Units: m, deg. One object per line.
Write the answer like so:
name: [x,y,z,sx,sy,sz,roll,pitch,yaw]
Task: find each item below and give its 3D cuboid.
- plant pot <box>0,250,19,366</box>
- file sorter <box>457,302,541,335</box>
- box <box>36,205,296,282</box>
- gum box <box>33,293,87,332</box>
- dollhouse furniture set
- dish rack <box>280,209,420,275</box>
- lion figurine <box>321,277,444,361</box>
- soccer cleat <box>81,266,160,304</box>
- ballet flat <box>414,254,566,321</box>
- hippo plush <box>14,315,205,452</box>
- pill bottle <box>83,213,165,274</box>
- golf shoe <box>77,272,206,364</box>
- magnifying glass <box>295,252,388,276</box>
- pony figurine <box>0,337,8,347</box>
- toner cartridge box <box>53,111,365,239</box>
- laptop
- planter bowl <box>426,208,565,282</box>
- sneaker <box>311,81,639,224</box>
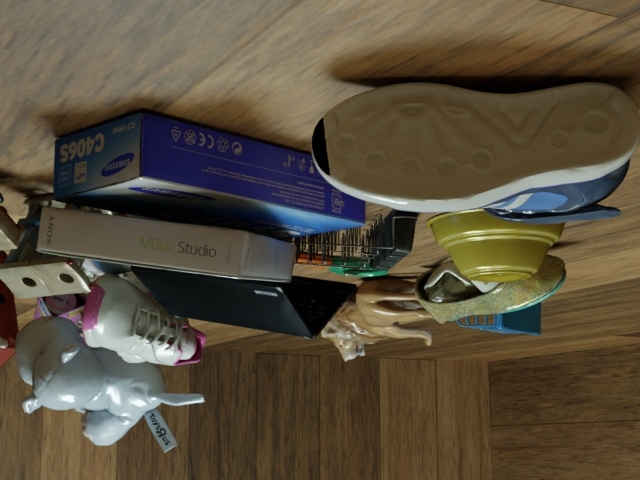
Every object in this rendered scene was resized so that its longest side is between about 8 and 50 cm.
plant pot: [-0.659,0.122,1.881,0.236,0.267,0.267,-18,163,22]
file sorter: [0.355,0.123,2.227,0.104,0.118,0.170,-3,170,37]
box: [-0.170,0.009,1.350,0.232,0.058,0.322,7,177,9]
gum box: [-0.410,0.107,2.006,0.188,0.062,0.107,-23,157,-31]
dollhouse furniture set: [-0.374,-0.032,1.466,0.129,0.129,0.183,-6,138,25]
dish rack: [0.000,0.000,1.695,0.272,0.074,0.208,3,168,-8]
lion figurine: [0.128,0.140,2.348,0.240,0.142,0.392,8,155,0]
soccer cleat: [-0.323,0.049,1.810,0.143,0.116,0.331,7,168,-34]
ballet flat: [0.286,0.073,2.012,0.123,0.123,0.348,6,166,-29]
hippo plush: [-0.399,0.245,1.875,0.236,0.294,0.234,9,121,-47]
pill bottle: [-0.293,0.005,1.655,0.087,0.087,0.160,9,166,-40]
golf shoe: [-0.259,0.124,1.675,0.140,0.115,0.306,11,169,12]
magnifying glass: [0.030,0.043,2.047,0.231,0.026,0.092,7,167,-43]
pony figurine: [-0.557,0.031,1.325,0.351,0.302,0.363,21,-175,-26]
toner cartridge box: [-0.120,-0.066,1.317,0.165,0.075,0.348,-11,165,44]
laptop: [-0.103,0.054,1.619,0.234,0.136,0.264,8,-153,22]
planter bowl: [0.271,0.014,1.711,0.217,0.090,0.217,-1,169,0]
sneaker: [0.154,-0.069,1.154,0.323,0.130,0.236,-6,165,-1]
